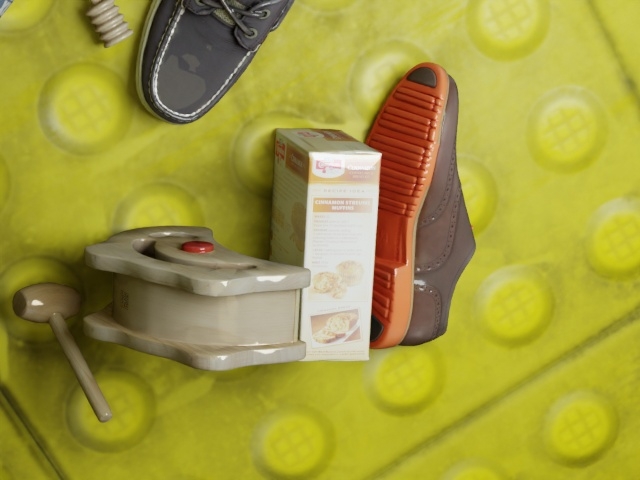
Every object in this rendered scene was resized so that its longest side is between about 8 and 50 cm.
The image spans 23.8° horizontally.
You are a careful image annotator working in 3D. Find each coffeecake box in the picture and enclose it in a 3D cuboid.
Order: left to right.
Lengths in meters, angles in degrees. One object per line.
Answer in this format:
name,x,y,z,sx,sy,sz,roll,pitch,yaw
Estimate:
coffeecake box,0.000,0.000,1.369,0.068,0.142,0.185,0,103,-14

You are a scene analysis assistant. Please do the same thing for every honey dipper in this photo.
honey dipper,-0.215,-0.245,1.325,0.030,0.030,0.160,-29,104,-5

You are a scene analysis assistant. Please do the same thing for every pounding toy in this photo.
pounding toy,-0.128,0.075,1.341,0.154,0.270,0.154,-12,110,-51

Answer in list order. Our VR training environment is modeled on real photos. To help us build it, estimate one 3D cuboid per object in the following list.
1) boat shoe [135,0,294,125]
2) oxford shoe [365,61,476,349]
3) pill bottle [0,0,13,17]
boat shoe,-0.070,-0.228,1.327,0.103,0.092,0.285,32,94,-18
oxford shoe,0.096,-0.032,1.424,0.098,0.097,0.271,1,107,-33
pill bottle,-0.316,-0.211,1.267,0.108,0.108,0.180,38,93,-18
